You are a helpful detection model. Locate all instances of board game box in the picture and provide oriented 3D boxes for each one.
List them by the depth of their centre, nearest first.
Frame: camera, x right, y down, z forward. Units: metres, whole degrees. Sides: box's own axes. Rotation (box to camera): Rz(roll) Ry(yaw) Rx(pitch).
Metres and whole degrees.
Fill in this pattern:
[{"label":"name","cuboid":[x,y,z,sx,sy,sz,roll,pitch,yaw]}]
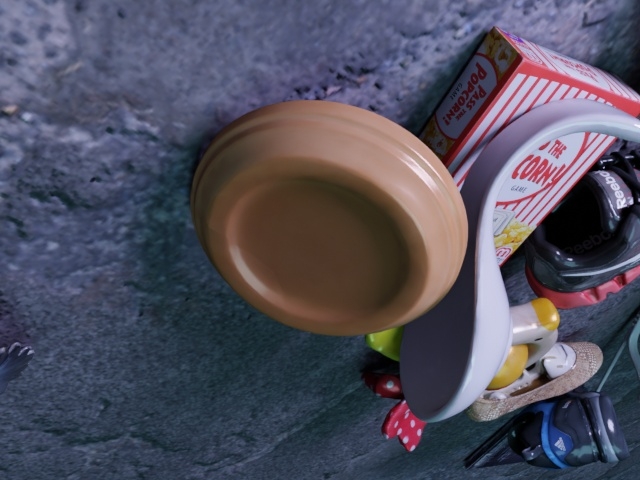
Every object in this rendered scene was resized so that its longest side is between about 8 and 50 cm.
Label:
[{"label":"board game box","cuboid":[0.143,-0.061,0.511,0.146,0.045,0.193,6,133,-32]}]

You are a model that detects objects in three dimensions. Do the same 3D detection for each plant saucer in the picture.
[{"label":"plant saucer","cuboid":[0.000,0.000,0.437,0.200,0.037,0.200,9,131,10]}]

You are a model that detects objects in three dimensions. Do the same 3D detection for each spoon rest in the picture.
[{"label":"spoon rest","cuboid":[0.124,0.016,0.473,0.084,0.137,0.276,21,113,-14]}]

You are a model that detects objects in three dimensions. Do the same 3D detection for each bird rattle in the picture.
[{"label":"bird rattle","cuboid":[0.151,0.138,0.663,0.207,0.143,0.253,-17,141,-2]}]

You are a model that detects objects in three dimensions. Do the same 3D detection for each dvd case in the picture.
[{"label":"dvd case","cuboid":[0.390,0.364,1.149,0.221,0.018,0.164,6,132,-31]}]

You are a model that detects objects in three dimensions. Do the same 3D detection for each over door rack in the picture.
[{"label":"over door rack","cuboid":[0.546,0.215,0.975,0.239,0.108,0.324,-4,138,-17]}]

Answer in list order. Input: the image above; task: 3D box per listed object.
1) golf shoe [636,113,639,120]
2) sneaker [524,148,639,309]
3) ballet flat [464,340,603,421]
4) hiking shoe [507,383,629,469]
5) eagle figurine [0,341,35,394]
[{"label":"golf shoe","cuboid":[0.276,-0.155,0.465,0.086,0.067,0.186,11,132,-4]},{"label":"sneaker","cuboid":[0.305,-0.040,0.574,0.276,0.098,0.135,-35,143,16]},{"label":"ballet flat","cuboid":[0.286,0.182,0.850,0.206,0.073,0.067,-28,127,0]},{"label":"hiking shoe","cuboid":[0.331,0.263,0.906,0.132,0.113,0.304,-14,163,7]},{"label":"eagle figurine","cuboid":[-0.361,0.188,0.473,0.226,0.225,0.298,-31,134,-70]}]
